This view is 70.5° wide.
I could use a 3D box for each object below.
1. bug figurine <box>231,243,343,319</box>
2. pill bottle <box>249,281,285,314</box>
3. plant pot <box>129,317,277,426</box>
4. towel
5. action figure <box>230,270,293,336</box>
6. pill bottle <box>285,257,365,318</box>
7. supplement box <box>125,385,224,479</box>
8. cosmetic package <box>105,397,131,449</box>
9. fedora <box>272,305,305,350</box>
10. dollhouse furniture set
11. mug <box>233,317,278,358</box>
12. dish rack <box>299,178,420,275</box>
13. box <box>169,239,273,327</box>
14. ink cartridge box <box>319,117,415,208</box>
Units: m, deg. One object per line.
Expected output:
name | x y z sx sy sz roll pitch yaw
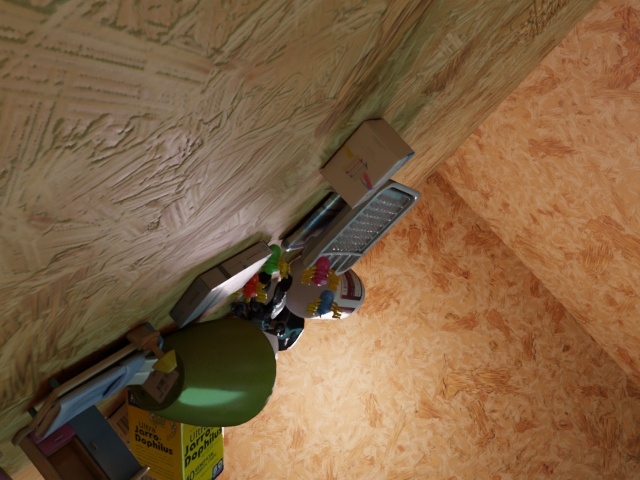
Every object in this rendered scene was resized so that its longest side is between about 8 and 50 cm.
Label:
bug figurine | -0.068 0.100 1.083 0.216 0.279 0.072 111 -9 -46
pill bottle | -0.177 0.204 1.538 0.112 0.112 0.186 -39 173 -25
plant pot | -0.283 0.306 1.047 0.275 0.275 0.293 -42 158 4
towel | 0.027 -0.082 1.145 0.285 0.034 0.209 -45 171 15
action figure | -0.178 0.211 1.382 0.099 0.185 0.285 -78 -172 -48
pill bottle | 0.028 0.188 1.732 0.224 0.224 0.392 -42 158 10
supplement box | -0.418 0.563 1.333 0.194 0.195 0.356 -31 126 -63
cosmetic package | -0.549 0.543 1.538 0.153 0.129 0.296 -45 173 19
fedora | -0.173 0.351 1.853 0.334 0.152 0.334 -42 -149 32
dollhouse furniture set | -0.372 0.325 0.721 0.303 0.198 0.286 -45 174 29
mug | -0.311 0.453 1.574 0.328 0.276 0.374 -45 160 -57
dish rack | 0.097 -0.039 1.192 0.333 0.072 0.285 -46 158 19
box | -0.193 0.083 0.895 0.145 0.038 0.186 -45 174 37
ink cartridge box | 0.077 -0.131 0.804 0.143 0.090 0.092 -46 173 32
